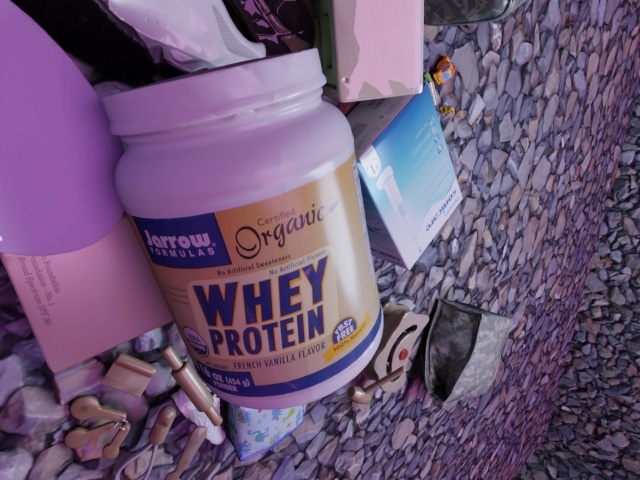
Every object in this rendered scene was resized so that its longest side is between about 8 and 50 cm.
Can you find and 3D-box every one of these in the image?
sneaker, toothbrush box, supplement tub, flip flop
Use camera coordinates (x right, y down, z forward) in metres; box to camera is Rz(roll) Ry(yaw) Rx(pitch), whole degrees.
[{"bbox_3d":[-0.199,-0.263,0.458,0.330,0.122,0.146,26,70,-43],"label":"sneaker"},{"bbox_3d":[0.145,-0.121,0.797,0.216,0.126,0.295,-50,131,-17],"label":"toothbrush box"},{"bbox_3d":[-0.065,-0.013,0.425,0.228,0.228,0.316,-30,120,-31],"label":"supplement tub"},{"bbox_3d":[-0.196,0.300,0.704,0.061,0.053,0.152,-41,129,-27],"label":"sneaker"},{"bbox_3d":[-0.091,-0.364,0.524,0.112,0.080,0.277,-31,133,3],"label":"flip flop"}]

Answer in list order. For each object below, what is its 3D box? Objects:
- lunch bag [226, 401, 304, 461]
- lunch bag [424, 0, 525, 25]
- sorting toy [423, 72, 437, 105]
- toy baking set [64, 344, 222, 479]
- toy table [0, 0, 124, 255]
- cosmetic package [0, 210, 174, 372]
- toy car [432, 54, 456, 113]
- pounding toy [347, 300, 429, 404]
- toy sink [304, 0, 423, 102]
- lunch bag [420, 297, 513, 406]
[{"bbox_3d":[-0.099,0.315,0.767,0.151,0.096,0.129,-8,111,-30],"label":"lunch bag"},{"bbox_3d":[0.293,-0.564,0.701,0.256,0.212,0.305,-42,130,-22],"label":"lunch bag"},{"bbox_3d":[0.230,-0.318,0.878,0.062,0.012,0.083,-44,130,-21],"label":"sorting toy"},{"bbox_3d":[-0.258,0.284,0.622,0.196,0.030,0.256,-34,111,-8],"label":"toy baking set"},{"bbox_3d":[-0.315,-0.097,0.325,0.274,0.161,0.252,72,35,-49],"label":"toy table"},{"bbox_3d":[-0.217,0.016,0.536,0.309,0.113,0.160,-23,119,-33],"label":"cosmetic package"},{"bbox_3d":[0.289,-0.347,0.899,0.060,0.040,0.122,-52,134,-19],"label":"toy car"},{"bbox_3d":[0.184,0.288,0.969,0.269,0.155,0.154,-54,129,-12],"label":"pounding toy"},{"bbox_3d":[0.051,-0.307,0.620,0.131,0.234,0.153,-9,117,-7],"label":"toy sink"},{"bbox_3d":[0.421,0.335,1.193,0.235,0.169,0.287,15,91,-44],"label":"lunch bag"}]
